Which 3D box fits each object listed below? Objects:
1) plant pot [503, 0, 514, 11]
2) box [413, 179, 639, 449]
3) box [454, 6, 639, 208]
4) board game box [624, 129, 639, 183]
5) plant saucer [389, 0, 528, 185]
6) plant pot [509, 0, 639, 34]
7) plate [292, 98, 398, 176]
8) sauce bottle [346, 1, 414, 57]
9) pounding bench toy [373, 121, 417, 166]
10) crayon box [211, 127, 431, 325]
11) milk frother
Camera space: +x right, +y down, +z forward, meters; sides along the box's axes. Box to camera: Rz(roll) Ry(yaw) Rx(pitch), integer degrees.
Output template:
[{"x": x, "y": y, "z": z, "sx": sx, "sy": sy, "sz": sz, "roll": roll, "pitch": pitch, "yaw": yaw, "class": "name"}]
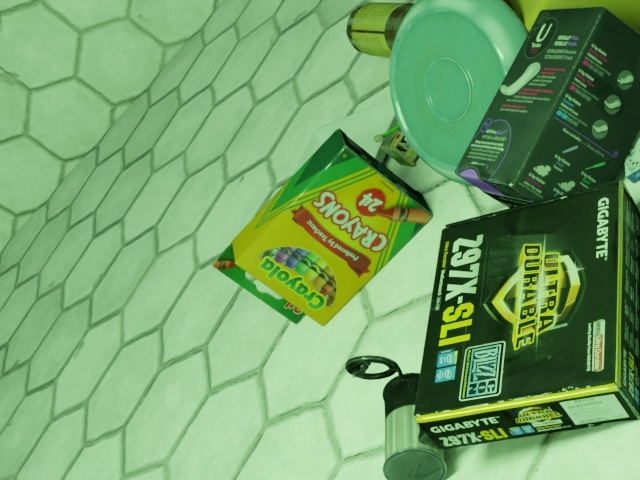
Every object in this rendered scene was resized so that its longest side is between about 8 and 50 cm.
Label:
[{"x": 0.294, "y": -0.440, "z": 1.997, "sx": 0.291, "sy": 0.291, "sz": 0.203, "roll": -52, "pitch": 9, "yaw": 3, "class": "plant pot"}, {"x": 0.260, "y": 0.090, "z": 1.497, "sx": 0.257, "sy": 0.079, "sz": 0.322, "roll": -16, "pitch": 42, "yaw": 31, "class": "box"}, {"x": 0.333, "y": -0.168, "z": 1.666, "sx": 0.270, "sy": 0.143, "sz": 0.165, "roll": -62, "pitch": 24, "yaw": -2, "class": "box"}, {"x": 0.444, "y": -0.131, "z": 1.611, "sx": 0.090, "sy": 0.020, "sz": 0.090, "roll": -33, "pitch": 32, "yaw": 36, "class": "board game box"}, {"x": 0.207, "y": -0.234, "z": 1.864, "sx": 0.044, "sy": 0.317, "sz": 0.317, "roll": -16, "pitch": 1, "yaw": -37, "class": "plant saucer"}, {"x": 0.399, "y": -0.371, "z": 1.799, "sx": 0.187, "sy": 0.212, "sz": 0.212, "roll": -50, "pitch": 24, "yaw": 25, "class": "plant pot"}, {"x": 0.034, "y": -0.123, "z": 2.269, "sx": 0.277, "sy": 0.045, "sz": 0.278, "roll": -15, "pitch": 44, "yaw": 51, "class": "plate"}, {"x": 0.165, "y": -0.400, "z": 2.332, "sx": 0.111, "sy": 0.111, "sz": 0.344, "roll": -54, "pitch": 26, "yaw": -4, "class": "sauce bottle"}, {"x": 0.140, "y": -0.180, "z": 2.116, "sx": 0.065, "sy": 0.083, "sz": 0.052, "roll": -57, "pitch": 25, "yaw": -8, "class": "pounding bench toy"}, {"x": 0.000, "y": 0.000, "z": 1.989, "sx": 0.318, "sy": 0.202, "sz": 0.081, "roll": -47, "pitch": 26, "yaw": 16, "class": "crayon box"}, {"x": 0.097, "y": 0.228, "z": 1.576, "sx": 0.135, "sy": 0.143, "sz": 0.129, "roll": -87, "pitch": 7, "yaw": -50, "class": "milk frother"}]
